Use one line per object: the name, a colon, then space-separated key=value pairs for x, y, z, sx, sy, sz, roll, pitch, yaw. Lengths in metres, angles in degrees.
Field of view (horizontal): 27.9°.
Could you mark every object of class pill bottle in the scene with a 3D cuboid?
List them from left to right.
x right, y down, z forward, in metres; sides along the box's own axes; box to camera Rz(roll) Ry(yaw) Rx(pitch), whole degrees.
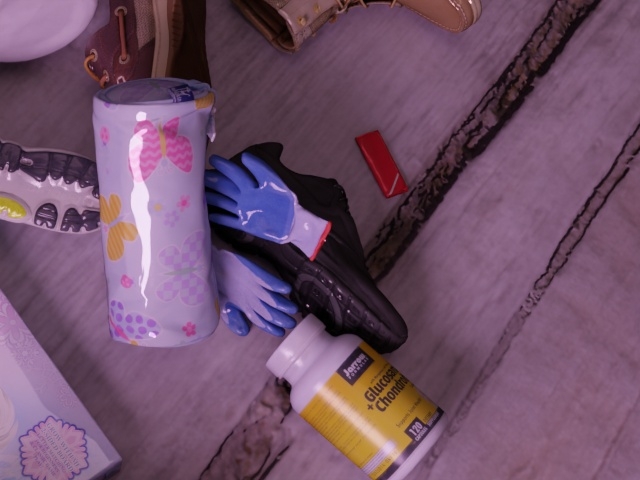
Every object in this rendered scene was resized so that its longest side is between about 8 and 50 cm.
pill bottle: x=-0.362 y=-0.348 z=1.423 sx=0.162 sy=0.162 sz=0.278 roll=-19 pitch=66 yaw=-18
pill bottle: x=0.035 y=0.163 z=1.340 sx=0.184 sy=0.103 sz=0.103 roll=41 pitch=66 yaw=5

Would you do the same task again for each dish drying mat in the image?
dish drying mat: x=0.072 y=-0.089 z=1.501 sx=0.032 sy=0.008 sz=0.083 roll=-21 pitch=74 yaw=-18

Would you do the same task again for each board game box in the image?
board game box: x=-0.414 y=0.183 z=1.257 sx=0.318 sy=0.066 sz=0.318 roll=-34 pitch=79 yaw=-22

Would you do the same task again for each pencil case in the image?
pencil case: x=-0.162 y=-0.029 z=1.300 sx=0.124 sy=0.113 sz=0.273 roll=-17 pitch=115 yaw=-43

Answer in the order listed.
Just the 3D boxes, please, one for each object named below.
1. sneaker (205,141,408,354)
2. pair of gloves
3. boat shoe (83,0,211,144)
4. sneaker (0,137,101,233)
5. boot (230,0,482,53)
sneaker: x=0.000 y=0.000 z=1.403 sx=0.286 sy=0.109 sz=0.130 roll=46 pitch=59 yaw=5
pair of gloves: x=-0.076 y=0.010 z=1.349 sx=0.159 sy=0.198 sz=0.023 roll=33 pitch=32 yaw=17
boat shoe: x=-0.201 y=-0.201 z=1.445 sx=0.123 sy=0.123 sz=0.342 roll=-8 pitch=73 yaw=17
sneaker: x=-0.347 y=-0.066 z=1.350 sx=0.275 sy=0.110 sz=0.107 roll=20 pitch=86 yaw=-10
boot: x=0.039 y=-0.285 z=1.525 sx=0.262 sy=0.095 sz=0.203 roll=37 pitch=65 yaw=6
